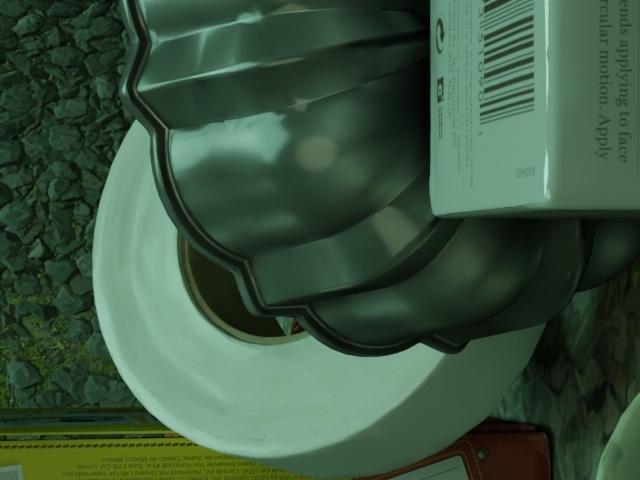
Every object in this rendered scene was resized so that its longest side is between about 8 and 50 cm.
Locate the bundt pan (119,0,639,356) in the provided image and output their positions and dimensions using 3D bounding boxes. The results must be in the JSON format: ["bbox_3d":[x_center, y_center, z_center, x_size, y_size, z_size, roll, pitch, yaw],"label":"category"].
[{"bbox_3d":[0.072,-0.102,0.808,0.124,0.331,0.331,-1,88,56],"label":"bundt pan"}]

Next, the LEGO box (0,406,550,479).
[{"bbox_3d":[-0.122,0.227,1.226,0.372,0.500,0.193,162,108,-79],"label":"LEGO box"}]

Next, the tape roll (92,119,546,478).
[{"bbox_3d":[0.000,0.000,1.008,0.100,0.286,0.286,26,-124,-56],"label":"tape roll"}]

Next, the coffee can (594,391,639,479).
[{"bbox_3d":[0.154,0.190,0.581,0.275,0.201,0.201,103,163,-48],"label":"coffee can"}]

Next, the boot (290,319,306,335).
[{"bbox_3d":[0.009,0.054,1.164,0.109,0.283,0.220,56,-142,-29],"label":"boot"}]

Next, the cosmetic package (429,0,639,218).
[{"bbox_3d":[0.151,-0.084,0.663,0.151,0.183,0.151,175,96,-78],"label":"cosmetic package"}]
